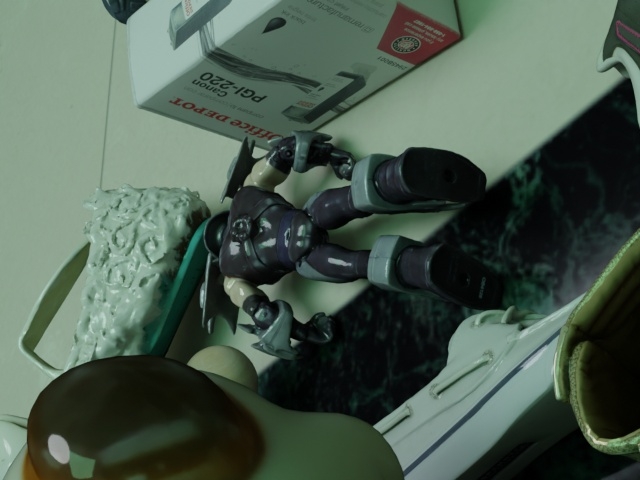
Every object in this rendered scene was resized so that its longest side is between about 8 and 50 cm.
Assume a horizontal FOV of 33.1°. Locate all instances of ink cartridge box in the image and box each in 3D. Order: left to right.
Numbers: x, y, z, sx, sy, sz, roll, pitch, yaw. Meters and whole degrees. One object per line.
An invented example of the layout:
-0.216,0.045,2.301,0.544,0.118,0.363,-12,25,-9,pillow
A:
-0.025,-0.167,0.845,0.218,0.158,0.092,-26,61,39,ink cartridge box

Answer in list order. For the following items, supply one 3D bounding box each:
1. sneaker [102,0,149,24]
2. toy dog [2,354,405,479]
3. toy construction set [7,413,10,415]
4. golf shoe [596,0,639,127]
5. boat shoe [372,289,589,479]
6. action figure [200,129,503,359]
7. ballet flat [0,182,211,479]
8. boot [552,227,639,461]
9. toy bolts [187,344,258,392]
-0.179,-0.347,1.119,0.122,0.110,0.283,-18,62,61,sneaker
-0.029,0.250,0.465,0.284,0.395,0.408,89,167,-54,toy dog
-0.370,0.311,1.042,0.237,0.257,0.309,5,61,59,toy construction set
0.251,-0.067,0.594,0.120,0.105,0.273,-59,37,37,golf shoe
0.118,0.086,0.677,0.267,0.096,0.088,-51,52,34,boat shoe
0.000,0.000,0.822,0.285,0.099,0.185,-2,84,49,action figure
-0.209,0.138,0.936,0.147,0.147,0.409,9,76,47,ballet flat
0.178,0.116,0.518,0.095,0.203,0.262,32,100,46,boot
-0.079,0.198,0.826,0.228,0.158,0.218,54,160,12,toy bolts
